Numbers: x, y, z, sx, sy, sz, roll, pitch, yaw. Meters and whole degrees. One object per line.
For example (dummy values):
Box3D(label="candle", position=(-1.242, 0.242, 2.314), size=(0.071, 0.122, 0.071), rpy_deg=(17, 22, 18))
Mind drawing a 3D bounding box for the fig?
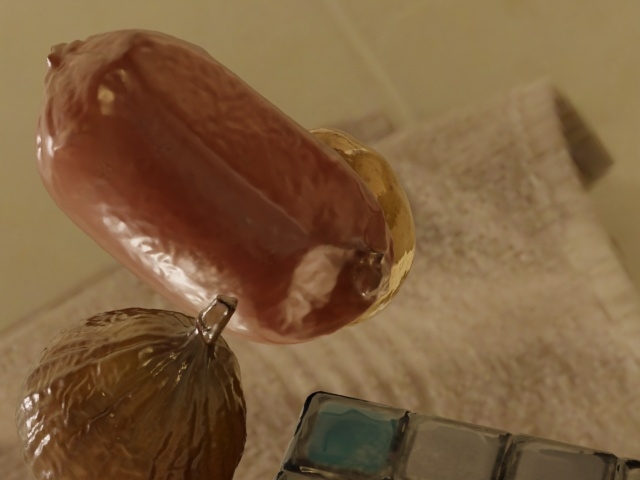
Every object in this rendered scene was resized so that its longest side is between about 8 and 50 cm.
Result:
Box3D(label="fig", position=(-0.072, 0.072, 0.761), size=(0.119, 0.153, 0.119), rpy_deg=(41, -161, -17))

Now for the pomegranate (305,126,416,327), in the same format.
Box3D(label="pomegranate", position=(0.000, 0.000, 1.485), size=(0.196, 0.196, 0.196), rpy_deg=(59, 178, 3))

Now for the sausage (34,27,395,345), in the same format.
Box3D(label="sausage", position=(-0.074, -0.031, 1.001), size=(0.254, 0.148, 0.148), rpy_deg=(45, -178, -15))

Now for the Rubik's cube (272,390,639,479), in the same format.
Box3D(label="Rubik's cube", position=(0.088, 0.293, 0.815), size=(0.292, 0.293, 0.286), rpy_deg=(-71, -13, -46))
